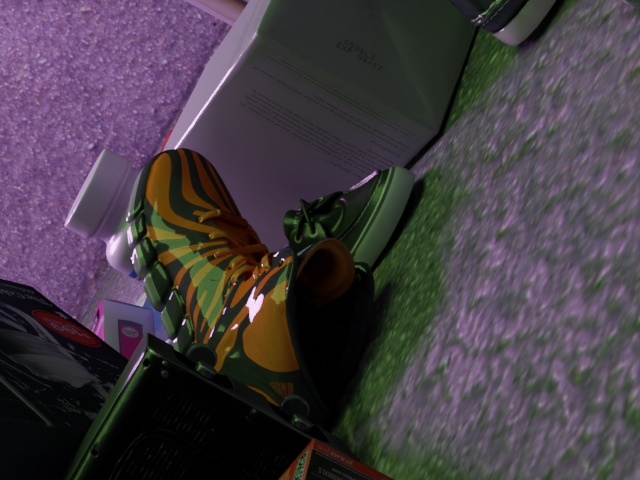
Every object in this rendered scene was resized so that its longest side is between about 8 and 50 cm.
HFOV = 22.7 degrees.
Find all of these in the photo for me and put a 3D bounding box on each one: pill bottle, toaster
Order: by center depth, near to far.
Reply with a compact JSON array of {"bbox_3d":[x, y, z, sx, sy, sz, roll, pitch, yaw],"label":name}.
[{"bbox_3d":[-0.087,0.176,1.099,0.186,0.168,0.110,-60,8,5],"label":"toaster"},{"bbox_3d":[-0.142,-0.005,1.635,0.124,0.221,0.124,-58,11,19],"label":"pill bottle"}]

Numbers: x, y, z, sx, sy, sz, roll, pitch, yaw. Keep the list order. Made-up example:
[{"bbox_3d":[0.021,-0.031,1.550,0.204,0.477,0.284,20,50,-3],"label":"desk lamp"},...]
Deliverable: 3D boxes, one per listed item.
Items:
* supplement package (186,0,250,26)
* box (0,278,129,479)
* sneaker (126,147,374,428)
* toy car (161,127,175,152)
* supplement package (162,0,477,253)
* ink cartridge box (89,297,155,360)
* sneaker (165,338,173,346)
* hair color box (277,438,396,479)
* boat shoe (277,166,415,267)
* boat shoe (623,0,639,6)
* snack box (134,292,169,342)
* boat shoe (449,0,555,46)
[{"bbox_3d":[-0.006,-0.331,1.693,0.199,0.262,0.198,-47,18,55],"label":"supplement package"},{"bbox_3d":[-0.290,0.153,1.278,0.343,0.312,0.179,19,-78,-55],"label":"box"},{"bbox_3d":[-0.046,0.026,1.276,0.180,0.124,0.321,-44,52,35],"label":"sneaker"},{"bbox_3d":[-0.053,-0.121,1.734,0.239,0.053,0.225,-20,-13,-1],"label":"toy car"},{"bbox_3d":[-0.010,-0.132,1.452,0.293,0.177,0.175,-45,19,54],"label":"supplement package"},{"bbox_3d":[-0.202,0.229,1.535,0.371,0.069,0.176,-109,38,-56],"label":"ink cartridge box"},{"bbox_3d":[-0.164,0.153,1.737,0.092,0.087,0.228,-59,19,3],"label":"sneaker"},{"bbox_3d":[-0.010,0.186,0.960,0.141,0.072,0.043,-52,15,40],"label":"hair color box"},{"bbox_3d":[0.000,0.000,1.352,0.228,0.076,0.080,-48,18,53],"label":"boat shoe"},{"bbox_3d":[0.189,-0.182,0.918,0.081,0.079,0.227,-61,13,-19],"label":"boat shoe"},{"bbox_3d":[-0.255,0.176,2.118,0.207,0.070,0.174,-45,21,54],"label":"snack box"},{"bbox_3d":[0.180,-0.306,1.205,0.319,0.099,0.116,-63,10,-8],"label":"boat shoe"}]
